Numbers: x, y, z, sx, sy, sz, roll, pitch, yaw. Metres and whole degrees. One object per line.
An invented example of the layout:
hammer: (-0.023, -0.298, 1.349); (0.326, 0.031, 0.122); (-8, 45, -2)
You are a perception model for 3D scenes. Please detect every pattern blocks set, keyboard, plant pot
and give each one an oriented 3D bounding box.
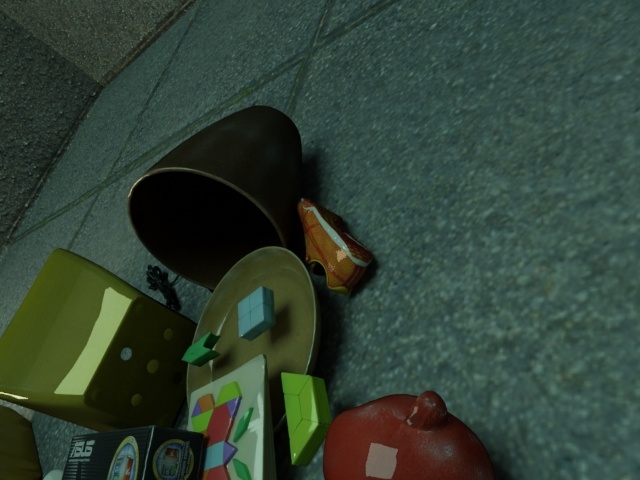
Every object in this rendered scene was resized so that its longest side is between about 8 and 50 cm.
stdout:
pattern blocks set: (-0.097, 0.218, 0.553); (0.285, 0.026, 0.324); (-44, 40, 24)
keyboard: (-0.228, 0.023, 0.957); (0.201, 0.033, 0.317); (-56, 31, -4)
plant pot: (-0.282, 0.156, 0.758); (0.187, 0.212, 0.212); (4, 63, 38)
plant pot: (-0.076, 0.122, 0.637); (0.236, 0.032, 0.236); (-26, 52, 39)
plant pot: (-0.112, -0.083, 0.770); (0.215, 0.215, 0.230); (-23, 32, 39)

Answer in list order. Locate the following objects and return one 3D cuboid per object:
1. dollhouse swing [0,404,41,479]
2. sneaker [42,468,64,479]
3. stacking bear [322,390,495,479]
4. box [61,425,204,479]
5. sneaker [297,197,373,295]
dollhouse swing: (-0.710, 0.394, 0.917); (0.315, 0.305, 0.347); (-48, 30, -16)
sneaker: (-0.374, 0.425, 0.674); (0.111, 0.129, 0.297); (-32, 37, 33)
stacking bear: (0.006, 0.231, 0.353); (0.164, 0.175, 0.289); (18, 66, 47)
box: (-0.228, 0.320, 0.594); (0.270, 0.060, 0.216); (-25, 52, 47)
sneaker: (0.000, 0.000, 0.658); (0.067, 0.064, 0.175); (-56, 28, 15)
